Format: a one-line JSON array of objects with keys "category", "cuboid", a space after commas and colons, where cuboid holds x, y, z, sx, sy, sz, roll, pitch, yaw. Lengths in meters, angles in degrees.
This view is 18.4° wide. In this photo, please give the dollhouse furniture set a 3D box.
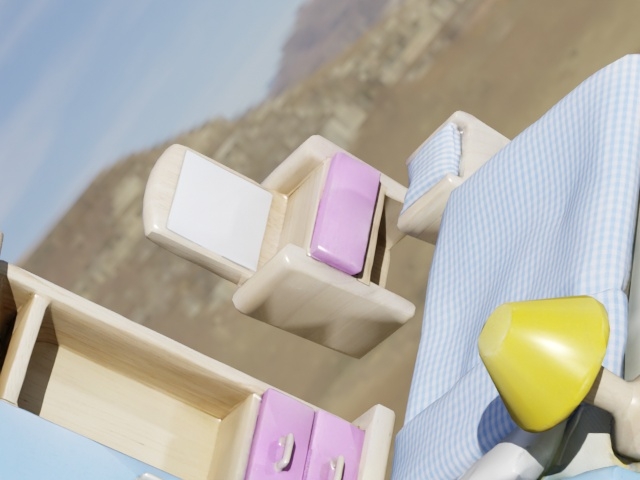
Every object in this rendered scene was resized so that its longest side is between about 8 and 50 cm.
[{"category": "dollhouse furniture set", "cuboid": [0.000, 0.000, 0.731, 0.303, 0.198, 0.286, -42, 28, 46]}]
